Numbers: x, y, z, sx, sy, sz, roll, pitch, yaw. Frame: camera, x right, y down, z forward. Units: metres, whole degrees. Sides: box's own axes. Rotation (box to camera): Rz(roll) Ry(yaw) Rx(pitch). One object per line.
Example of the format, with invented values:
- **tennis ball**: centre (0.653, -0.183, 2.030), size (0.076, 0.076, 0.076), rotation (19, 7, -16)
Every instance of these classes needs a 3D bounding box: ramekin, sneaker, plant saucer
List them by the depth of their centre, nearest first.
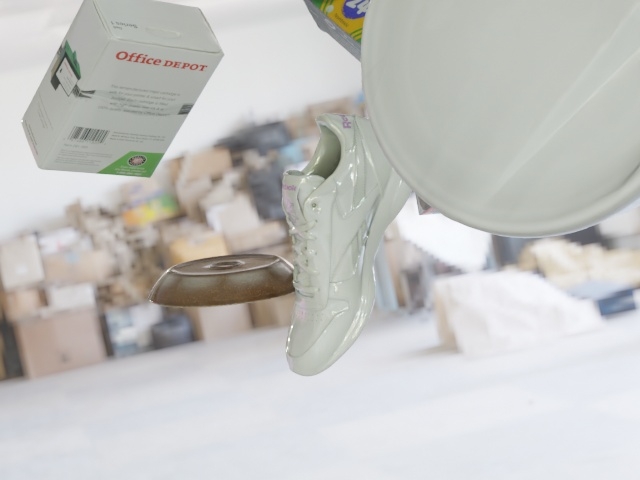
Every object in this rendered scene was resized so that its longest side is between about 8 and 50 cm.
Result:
- **ramekin**: centre (0.175, -0.132, 1.147), size (0.273, 0.273, 0.127), rotation (-10, -11, 30)
- **sneaker**: centre (0.000, 0.000, 1.758), size (0.152, 0.305, 0.114), rotation (20, -5, -30)
- **plant saucer**: centre (-0.116, 0.046, 1.912), size (0.198, 0.036, 0.198), rotation (-5, 8, 1)

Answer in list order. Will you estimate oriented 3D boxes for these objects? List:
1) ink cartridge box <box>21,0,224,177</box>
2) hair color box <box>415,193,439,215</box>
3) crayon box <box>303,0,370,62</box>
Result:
- **ink cartridge box**: centre (-0.238, -0.184, 1.856), size (0.160, 0.092, 0.219), rotation (4, -44, -38)
- **hair color box**: centre (0.108, -0.100, 1.424), size (0.043, 0.141, 0.072), rotation (-6, -10, -14)
- **crayon box**: centre (0.157, -0.363, 2.050), size (0.323, 0.083, 0.203), rotation (-40, 50, -5)
